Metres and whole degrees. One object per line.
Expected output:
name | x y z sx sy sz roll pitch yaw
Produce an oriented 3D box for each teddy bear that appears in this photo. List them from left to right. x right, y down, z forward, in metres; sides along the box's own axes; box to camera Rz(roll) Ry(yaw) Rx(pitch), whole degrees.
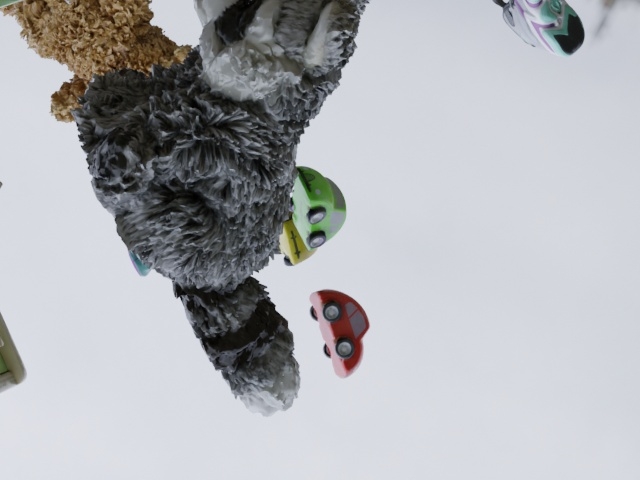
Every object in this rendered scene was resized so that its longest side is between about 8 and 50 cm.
teddy bear | -0.282 -0.251 2.379 0.338 0.245 0.113 58 -145 0

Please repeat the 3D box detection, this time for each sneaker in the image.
sneaker | 0.146 -0.178 1.412 0.038 0.098 0.069 -34 -152 -25

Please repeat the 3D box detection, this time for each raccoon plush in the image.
raccoon plush | -0.032 -0.071 1.926 0.446 0.299 0.216 58 -166 -36

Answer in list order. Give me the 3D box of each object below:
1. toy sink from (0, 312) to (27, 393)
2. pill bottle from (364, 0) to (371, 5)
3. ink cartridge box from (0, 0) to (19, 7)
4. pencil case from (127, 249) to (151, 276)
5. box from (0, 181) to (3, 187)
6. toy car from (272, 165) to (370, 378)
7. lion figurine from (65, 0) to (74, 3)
toy sink | -0.366 0.091 1.811 0.234 0.131 0.153 -4 -109 -87
pill bottle | -0.073 -0.366 2.119 0.176 0.176 0.318 -2 -157 -45
ink cartridge box | -0.415 -0.276 2.016 0.171 0.056 0.235 -26 -146 -32
pencil case | -0.193 -0.013 2.677 0.064 0.151 0.070 61 180 28
box | -0.567 -0.086 2.417 0.311 0.121 0.148 37 -126 -20
toy car | 0.000 0.000 2.068 0.053 0.225 0.239 -19 -123 -14
lion figurine | -0.166 -0.331 1.521 0.142 0.240 0.392 49 178 1
